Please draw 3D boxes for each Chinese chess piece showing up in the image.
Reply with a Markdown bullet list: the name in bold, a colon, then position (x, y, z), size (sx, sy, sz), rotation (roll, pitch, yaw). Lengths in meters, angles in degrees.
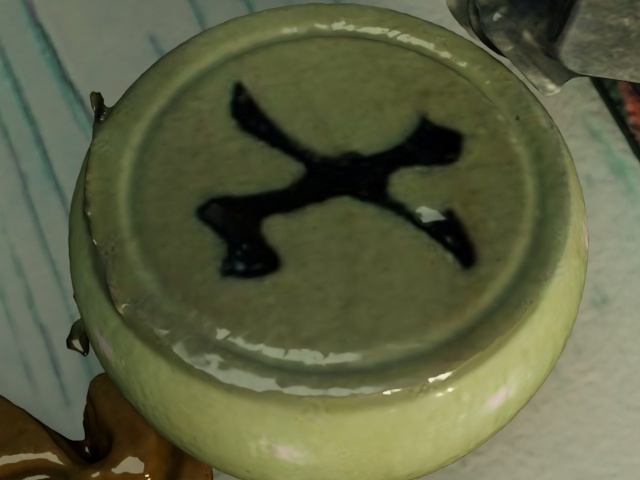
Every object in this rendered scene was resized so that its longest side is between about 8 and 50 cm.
- **Chinese chess piece**: position (0.000, 0.000, 0.640), size (0.238, 0.092, 0.237), rotation (0, 58, 0)

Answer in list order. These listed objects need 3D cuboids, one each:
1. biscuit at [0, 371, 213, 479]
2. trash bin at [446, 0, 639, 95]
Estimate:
- **biscuit**: position (-0.156, 0.192, 0.613), size (0.367, 0.063, 0.314), rotation (33, 75, 21)
- **trash bin**: position (0.205, -0.267, 0.641), size (0.256, 0.296, 0.367), rotation (8, 58, -2)
